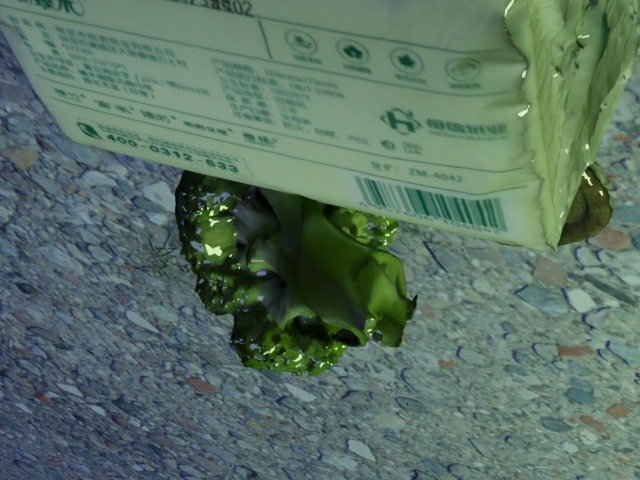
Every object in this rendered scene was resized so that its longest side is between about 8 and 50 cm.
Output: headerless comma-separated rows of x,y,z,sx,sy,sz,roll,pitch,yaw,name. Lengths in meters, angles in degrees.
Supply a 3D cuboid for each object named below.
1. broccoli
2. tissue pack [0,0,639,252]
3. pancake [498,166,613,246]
-0.002,-0.024,1.184,0.302,0.186,0.254,-28,82,58,broccoli
-0.010,-0.170,0.874,0.380,0.207,0.297,15,153,20,tissue pack
0.142,-0.050,1.169,0.199,0.021,0.199,20,154,10,pancake
